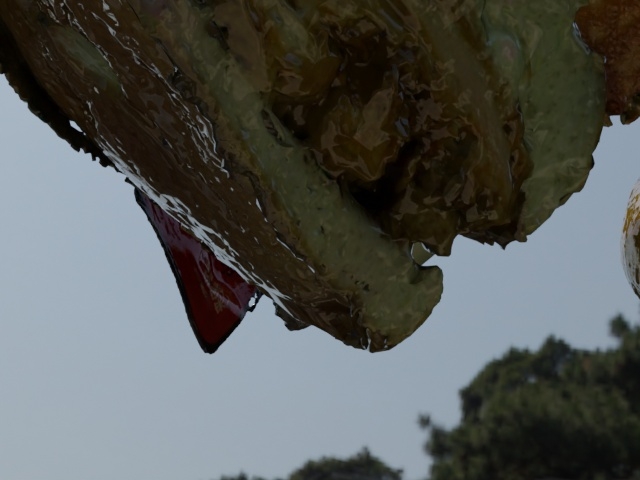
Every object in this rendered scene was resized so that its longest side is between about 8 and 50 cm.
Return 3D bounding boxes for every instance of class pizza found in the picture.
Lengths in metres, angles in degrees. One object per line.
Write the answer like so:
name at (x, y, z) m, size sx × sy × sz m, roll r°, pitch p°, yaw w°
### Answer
pizza at (0.328, -0.228, 1.216) m, size 0.147 × 0.226 × 0.069 m, roll 46°, pitch -13°, yaw -16°

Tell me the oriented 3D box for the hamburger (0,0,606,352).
hamburger at (-0.035, -0.111, 0.576) m, size 0.277 × 0.195 × 0.318 m, roll 25°, pitch -25°, yaw 49°

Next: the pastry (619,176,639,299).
pastry at (0.428, -0.012, 0.976) m, size 0.356 × 0.356 × 0.163 m, roll 4°, pitch -57°, yaw 15°

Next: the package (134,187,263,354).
package at (-0.083, -0.035, 1.153) m, size 0.071 × 0.269 × 0.194 m, roll -11°, pitch -63°, yaw 42°

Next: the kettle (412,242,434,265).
kettle at (0.118, -0.096, 1.491) m, size 0.240 × 0.255 × 0.165 m, roll 49°, pitch -3°, yaw 24°

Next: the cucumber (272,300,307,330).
cucumber at (0.000, 0.000, 1.808) m, size 0.096 × 0.096 × 0.359 m, roll 19°, pitch -66°, yaw -7°
